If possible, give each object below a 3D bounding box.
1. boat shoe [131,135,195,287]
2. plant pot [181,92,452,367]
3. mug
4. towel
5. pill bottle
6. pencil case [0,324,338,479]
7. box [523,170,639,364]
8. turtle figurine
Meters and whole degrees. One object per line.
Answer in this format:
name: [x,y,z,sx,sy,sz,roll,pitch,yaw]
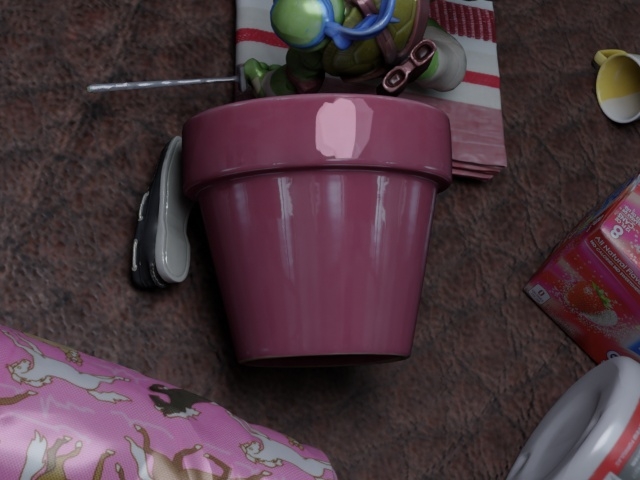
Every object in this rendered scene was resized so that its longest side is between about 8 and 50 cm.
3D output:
boat shoe: [-0.119,-0.021,1.326,0.046,0.038,0.125,36,47,-50]
plant pot: [0.000,0.000,1.292,0.201,0.201,0.180,1,81,-25]
mug: [0.289,-0.146,1.573,0.064,0.062,0.078,-8,76,-37]
towel: [0.038,-0.211,1.500,0.237,0.037,0.329,9,60,-19]
pill bottle: [0.290,0.232,1.321,0.283,0.161,0.161,38,56,-5]
pencil case: [-0.181,0.156,1.140,0.386,0.160,0.167,22,16,-14]
box: [0.313,0.069,1.433,0.257,0.128,0.122,45,55,0]
turtle figurine: [0.008,-0.201,1.337,0.266,0.274,0.198,-3,97,-52]
